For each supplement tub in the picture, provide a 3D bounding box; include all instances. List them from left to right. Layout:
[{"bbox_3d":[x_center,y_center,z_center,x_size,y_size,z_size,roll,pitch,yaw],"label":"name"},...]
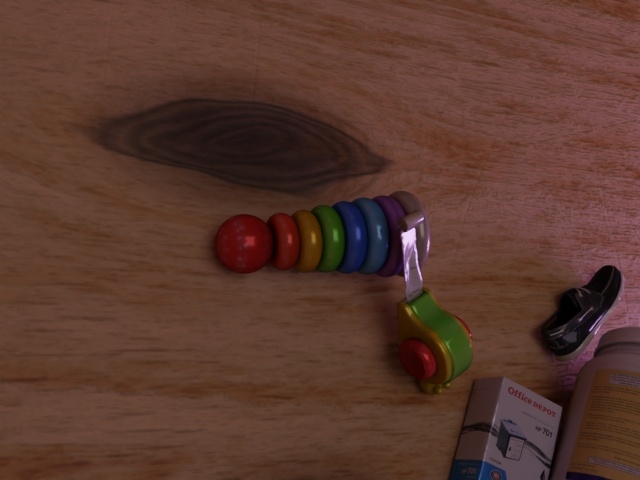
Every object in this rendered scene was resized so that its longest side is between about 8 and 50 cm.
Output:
[{"bbox_3d":[0.536,0.341,1.315,0.241,0.241,0.331,34,64,-15],"label":"supplement tub"}]

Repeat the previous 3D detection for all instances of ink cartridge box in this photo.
[{"bbox_3d":[0.311,0.342,1.291,0.139,0.082,0.191,28,66,-18],"label":"ink cartridge box"}]

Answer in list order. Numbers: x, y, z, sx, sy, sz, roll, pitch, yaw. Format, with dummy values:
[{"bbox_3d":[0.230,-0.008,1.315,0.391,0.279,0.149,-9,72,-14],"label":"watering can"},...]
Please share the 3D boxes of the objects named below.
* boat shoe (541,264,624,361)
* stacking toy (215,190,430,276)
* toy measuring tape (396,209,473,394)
[{"bbox_3d":[0.492,0.119,1.445,0.079,0.084,0.233,49,63,-8],"label":"boat shoe"},{"bbox_3d":[0.000,0.000,1.201,0.330,0.141,0.141,-5,78,-24],"label":"stacking toy"},{"bbox_3d":[0.178,0.115,1.190,0.121,0.121,0.330,-27,126,-30],"label":"toy measuring tape"}]
